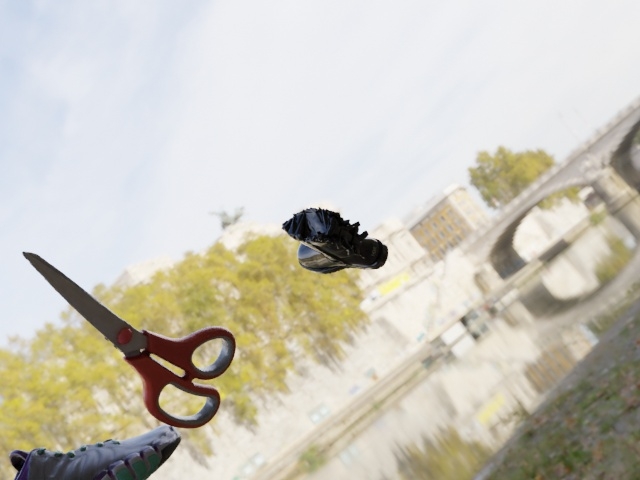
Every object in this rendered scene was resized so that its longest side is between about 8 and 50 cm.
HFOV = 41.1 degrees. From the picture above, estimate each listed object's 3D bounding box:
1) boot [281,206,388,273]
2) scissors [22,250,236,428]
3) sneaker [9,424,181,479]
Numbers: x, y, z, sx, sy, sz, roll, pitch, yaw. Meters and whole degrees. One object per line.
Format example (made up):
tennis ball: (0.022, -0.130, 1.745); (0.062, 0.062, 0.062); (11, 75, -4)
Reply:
boot: (0.000, 0.001, 0.862); (0.121, 0.045, 0.099); (0, -18, 40)
scissors: (-0.172, 0.102, 0.768); (0.297, 0.021, 0.109); (34, -99, -54)
sneaker: (-0.229, 0.215, 0.806); (0.083, 0.098, 0.223); (-47, -10, 38)
